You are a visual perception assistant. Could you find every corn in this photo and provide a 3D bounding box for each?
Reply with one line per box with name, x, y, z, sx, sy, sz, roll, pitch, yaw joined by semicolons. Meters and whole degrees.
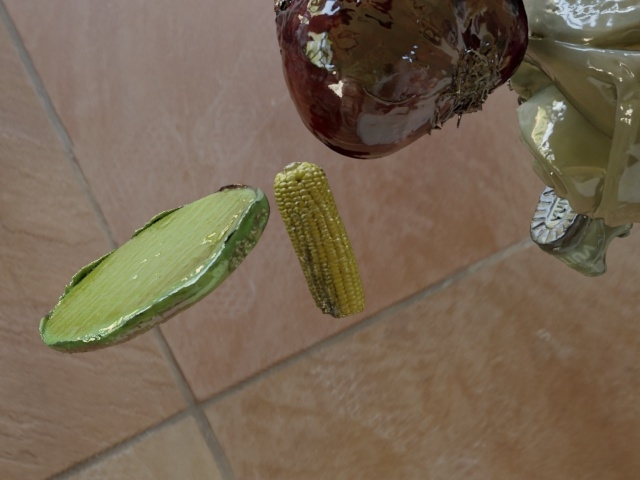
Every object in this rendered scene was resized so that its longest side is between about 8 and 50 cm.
corn;0.000;0.000;1.282;0.072;0.072;0.203;-21;93;-10

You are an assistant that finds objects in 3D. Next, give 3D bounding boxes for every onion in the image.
onion;0.088;-0.212;1.091;0.280;0.221;0.281;-3;45;3

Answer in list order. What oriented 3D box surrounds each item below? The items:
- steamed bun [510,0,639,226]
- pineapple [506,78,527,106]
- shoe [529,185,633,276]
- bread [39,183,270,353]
steamed bun;0.357;-0.164;1.244;0.368;0.255;0.342;51;30;-17
pineapple;0.379;-0.278;1.842;0.310;0.170;0.141;32;95;-13
shoe;0.426;-0.078;1.562;0.149;0.109;0.293;43;71;-34
bread;-0.188;0.035;1.168;0.301;0.301;0.045;-35;110;-13
